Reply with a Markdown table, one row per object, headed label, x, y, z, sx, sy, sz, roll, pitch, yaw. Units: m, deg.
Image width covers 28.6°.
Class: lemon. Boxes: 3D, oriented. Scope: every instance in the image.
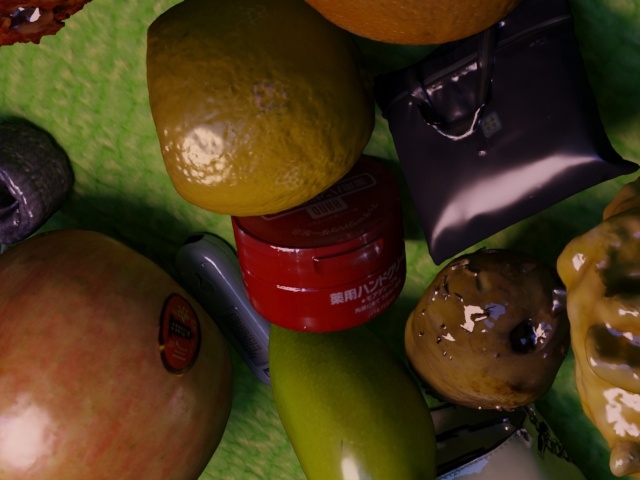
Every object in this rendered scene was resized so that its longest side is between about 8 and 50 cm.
| label | x | y | z | sx | sy | sz | roll | pitch | yaw |
| --- | --- | --- | --- | --- | --- | --- | --- | --- | --- |
| lemon | -0.053 | -0.146 | 1.278 | 0.219 | 0.240 | 0.240 | -9 | 123 | 8 |

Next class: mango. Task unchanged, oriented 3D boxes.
| label | x | y | z | sx | sy | sz | roll | pitch | yaw |
| --- | --- | --- | --- | --- | --- | --- | --- | --- | --- |
| mango | 0.027 | 0.184 | 1.479 | 0.343 | 0.156 | 0.192 | 60 | 148 | 38 |

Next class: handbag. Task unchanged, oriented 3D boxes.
| label | x | y | z | sx | sy | sz | roll | pitch | yaw |
| --- | --- | --- | --- | --- | --- | --- | --- | --- | --- |
| handbag | 0.168 | -0.115 | 1.234 | 0.254 | 0.089 | 0.211 | -28 | 79 | 41 |
| handbag | 0.255 | 0.374 | 1.563 | 0.237 | 0.160 | 0.358 | -27 | 108 | 35 |

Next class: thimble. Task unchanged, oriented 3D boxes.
| label | x | y | z | sx | sy | sz | roll | pitch | yaw |
| --- | --- | --- | --- | --- | --- | --- | --- | --- | --- |
| thimble | -0.407 | -0.077 | 1.650 | 0.150 | 0.098 | 0.150 | 18 | 132 | 21 |

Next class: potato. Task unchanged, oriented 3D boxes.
| label | x | y | z | sx | sy | sz | roll | pitch | yaw |
| --- | --- | --- | --- | --- | --- | --- | --- | --- | --- |
| potato | 0.181 | 0.104 | 1.361 | 0.173 | 0.140 | 0.300 | 30 | 156 | 8 |

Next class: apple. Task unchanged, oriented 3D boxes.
| label | x | y | z | sx | sy | sz | roll | pitch | yaw |
| --- | --- | --- | --- | --- | --- | --- | --- | --- | --- |
| apple | -0.308 | 0.197 | 1.621 | 0.391 | 0.346 | 0.391 | 30 | 159 | 13 |

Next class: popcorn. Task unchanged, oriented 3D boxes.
| label | x | y | z | sx | sy | sz | roll | pitch | yaw |
| --- | --- | --- | --- | --- | --- | --- | --- | --- | --- |
| popcorn | 0.336 | 0.076 | 1.152 | 0.281 | 0.316 | 0.297 | 11 | 118 | 38 |

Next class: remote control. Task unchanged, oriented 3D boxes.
| label | x | y | z | sx | sy | sz | roll | pitch | yaw |
| --- | --- | --- | --- | --- | --- | --- | --- | --- | --- |
| remote control | -0.103 | 0.096 | 1.637 | 0.087 | 0.047 | 0.244 | -21 | 111 | 45 |

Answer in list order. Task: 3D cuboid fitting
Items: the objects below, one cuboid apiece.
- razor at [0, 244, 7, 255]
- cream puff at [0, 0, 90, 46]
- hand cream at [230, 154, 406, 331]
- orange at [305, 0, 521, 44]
| label | x | y | z | sx | sy | sz | roll | pitch | yaw |
| --- | --- | --- | --- | --- | --- | --- | --- | --- | --- |
| razor | -0.477 | -0.070 | 1.738 | 0.111 | 0.056 | 0.278 | 42 | 146 | 53 |
| cream puff | -0.310 | -0.354 | 1.254 | 0.350 | 0.229 | 0.350 | -1 | 89 | 34 |
| hand cream | 0.000 | 0.000 | 1.390 | 0.193 | 0.193 | 0.125 | 11 | 132 | 25 |
| orange | 0.081 | -0.289 | 1.061 | 0.264 | 0.264 | 0.264 | 17 | 133 | 20 |
